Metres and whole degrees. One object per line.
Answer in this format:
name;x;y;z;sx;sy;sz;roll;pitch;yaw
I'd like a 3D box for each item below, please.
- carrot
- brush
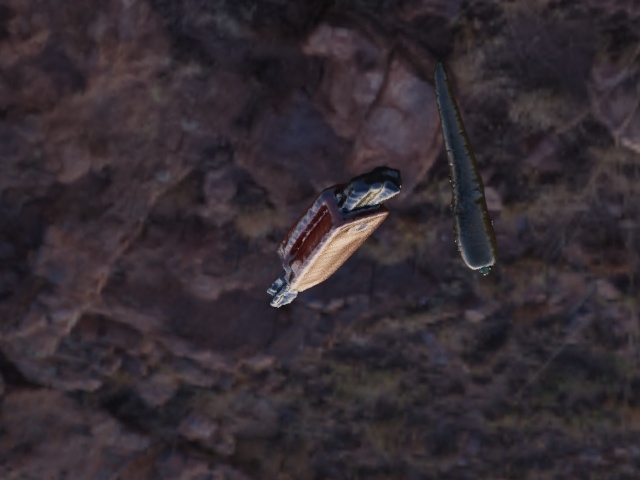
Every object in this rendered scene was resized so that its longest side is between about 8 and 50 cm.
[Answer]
carrot;0.162;-0.083;1.348;0.049;0.049;0.255;-8;101;23
brush;0.000;-0.001;1.262;0.070;0.051;0.323;-16;162;-30
